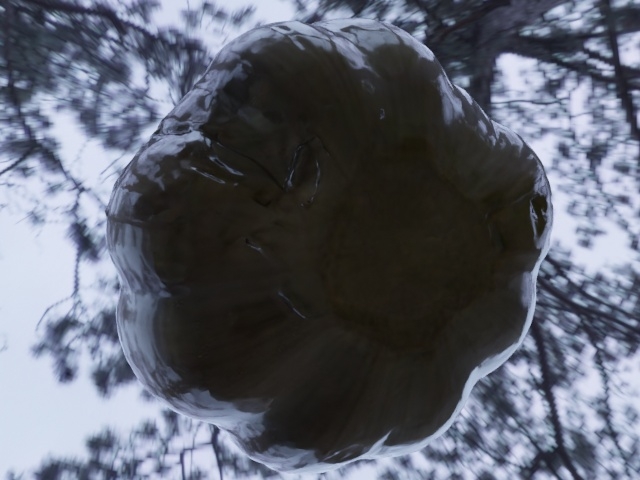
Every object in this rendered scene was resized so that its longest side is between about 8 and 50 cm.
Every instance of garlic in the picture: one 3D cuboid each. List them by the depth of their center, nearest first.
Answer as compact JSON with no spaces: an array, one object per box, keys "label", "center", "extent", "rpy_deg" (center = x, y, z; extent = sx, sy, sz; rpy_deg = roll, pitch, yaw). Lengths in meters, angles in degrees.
[{"label":"garlic","center":[0.000,0.004,0.722],"extent":[0.228,0.152,0.228],"rpy_deg":[-7,-75,-28]}]
